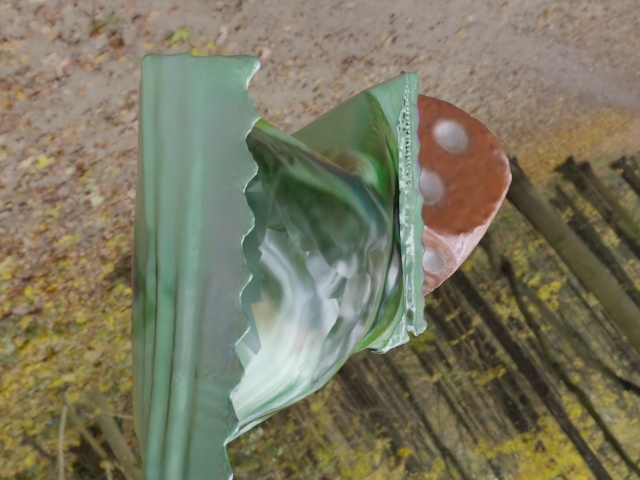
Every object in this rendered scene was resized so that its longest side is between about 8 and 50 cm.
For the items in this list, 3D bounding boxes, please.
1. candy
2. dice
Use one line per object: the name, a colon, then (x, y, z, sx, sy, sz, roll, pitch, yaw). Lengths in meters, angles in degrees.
candy: (0.006, 0.001, 0.535, 0.397, 0.171, 0.263, -17, 118, -56)
dice: (0.105, -0.052, 0.853, 0.179, 0.174, 0.174, -54, 180, -33)
